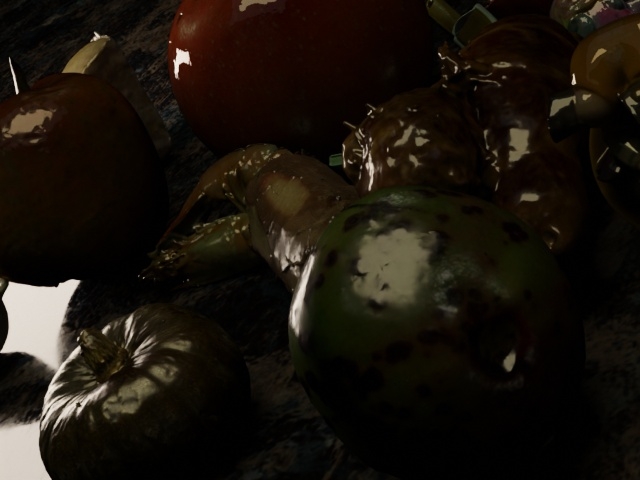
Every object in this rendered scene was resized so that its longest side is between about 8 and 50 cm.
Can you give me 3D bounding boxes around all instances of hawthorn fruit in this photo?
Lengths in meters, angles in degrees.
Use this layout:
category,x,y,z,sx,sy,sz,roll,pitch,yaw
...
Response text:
category,x,y,z,sx,sy,sz,roll,pitch,yaw
hawthorn fruit,-0.332,-0.091,1.803,0.268,0.300,0.268,-12,6,1

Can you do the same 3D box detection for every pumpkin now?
category,x,y,z,sx,sy,sz,roll,pitch,yaw
pumpkin,-0.176,0.146,1.383,0.219,0.162,0.219,-28,24,14

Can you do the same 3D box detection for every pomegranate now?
category,x,y,z,sx,sy,sz,roll,pitch,yaw
pomegranate,0.083,0.058,1.172,0.242,0.242,0.306,-30,25,1

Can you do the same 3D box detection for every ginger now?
category,x,y,z,sx,sy,sz,roll,pitch,yaw
ginger,0.156,-0.114,1.413,0.254,0.176,0.418,15,34,7

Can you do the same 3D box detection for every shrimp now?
category,x,y,z,sx,sy,sz,roll,pitch,yaw
shrimp,-0.120,-0.018,1.687,0.267,0.145,0.061,-33,-20,29

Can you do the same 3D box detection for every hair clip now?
category,x,y,z,sx,sy,sz,roll,pitch,yaw
hair clip,0.282,-0.211,1.622,0.278,0.137,0.090,-23,-18,32

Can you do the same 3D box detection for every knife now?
category,x,y,z,sx,sy,sz,roll,pitch,yaw
knife,0.197,-0.289,1.910,0.061,0.027,0.343,-59,22,15

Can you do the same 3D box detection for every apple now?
category,x,y,z,sx,sy,sz,roll,pitch,yaw
apple,-0.025,-0.239,1.786,0.348,0.277,0.348,-24,26,13

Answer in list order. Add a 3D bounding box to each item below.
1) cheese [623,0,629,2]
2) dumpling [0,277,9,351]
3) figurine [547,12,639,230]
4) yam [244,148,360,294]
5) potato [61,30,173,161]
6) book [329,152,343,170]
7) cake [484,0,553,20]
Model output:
category,x,y,z,sx,sy,sz,roll,pitch,yaw
cheese,0.383,-0.361,1.620,0.265,0.242,0.124,-18,38,24
dumpling,-0.448,0.126,1.773,0.169,0.100,0.134,-23,30,16
figurine,0.309,-0.108,1.228,0.192,0.257,0.167,-20,57,26
yam,0.002,-0.001,1.500,0.128,0.129,0.238,-45,29,0
potato,-0.370,-0.138,2.059,0.189,0.211,0.264,3,44,46
book,0.092,-0.078,1.559,0.103,0.135,0.017,-7,74,40
cake,0.293,-0.348,1.858,0.287,0.135,0.098,-6,48,58
